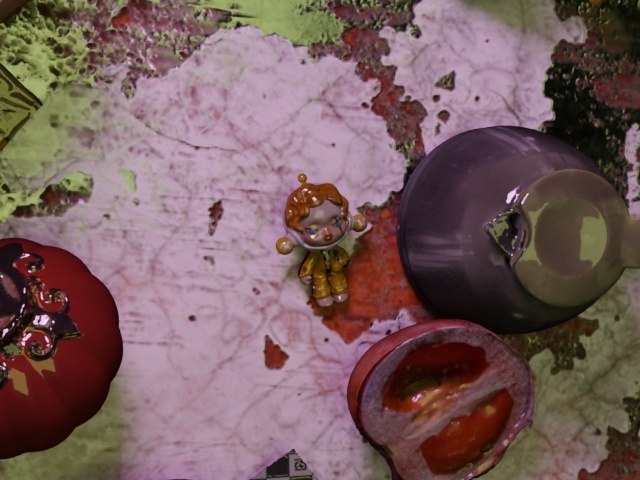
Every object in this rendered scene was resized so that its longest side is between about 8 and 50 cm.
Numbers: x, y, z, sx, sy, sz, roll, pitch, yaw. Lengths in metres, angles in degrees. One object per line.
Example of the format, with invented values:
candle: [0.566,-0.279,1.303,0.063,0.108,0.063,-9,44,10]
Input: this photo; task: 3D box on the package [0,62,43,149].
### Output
package: [-0.355,-0.119,1.311,0.071,0.047,0.131,42,83,-16]

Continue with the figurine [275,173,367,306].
figurine: [0.005,0.000,1.414,0.101,0.068,0.143,-40,115,-7]

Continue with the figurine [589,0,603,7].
figurine: [0.220,-0.375,1.414,0.421,0.154,0.193,26,68,-11]

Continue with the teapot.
teapot: [0.262,0.014,1.395,0.321,0.239,0.239,32,85,-16]

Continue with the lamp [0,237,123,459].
lamp: [-0.310,0.102,1.248,0.227,0.227,0.227,-1,93,-16]

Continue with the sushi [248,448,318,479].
sushi: [-0.049,0.313,1.433,0.126,0.026,0.120,-37,101,-3]

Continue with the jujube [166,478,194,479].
jujube: [-0.175,0.344,1.321,0.243,0.183,0.183,1,93,-17]

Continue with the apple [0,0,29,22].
apple: [-0.380,-0.248,1.172,0.252,0.309,0.314,16,44,-49]

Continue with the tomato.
tomato: [0.129,0.164,1.422,0.199,0.112,0.228,-30,124,-2]
